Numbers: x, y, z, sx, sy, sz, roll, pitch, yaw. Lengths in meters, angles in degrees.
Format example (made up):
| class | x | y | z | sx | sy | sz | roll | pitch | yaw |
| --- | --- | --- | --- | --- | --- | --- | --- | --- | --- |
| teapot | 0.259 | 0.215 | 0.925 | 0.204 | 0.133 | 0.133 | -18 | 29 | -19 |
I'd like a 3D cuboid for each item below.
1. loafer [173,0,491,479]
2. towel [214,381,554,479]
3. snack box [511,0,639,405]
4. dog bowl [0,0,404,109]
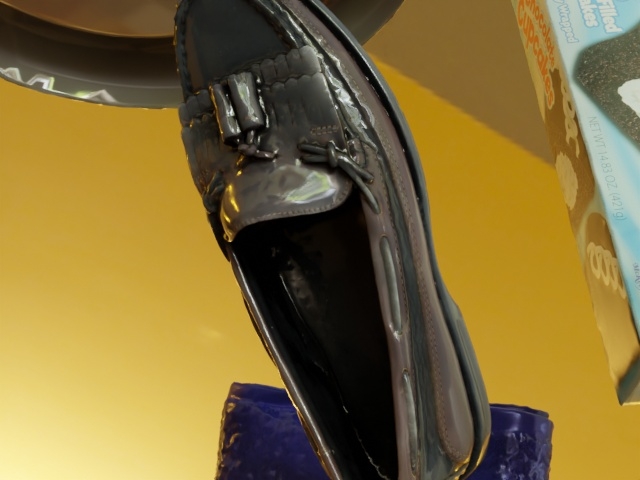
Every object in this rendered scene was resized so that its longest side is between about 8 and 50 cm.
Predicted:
| class | x | y | z | sx | sy | sz | roll | pitch | yaw |
| --- | --- | --- | --- | --- | --- | --- | --- | --- | --- |
| loafer | 0.000 | 0.000 | 0.615 | 0.109 | 0.095 | 0.302 | -22 | -87 | 28 |
| towel | 0.024 | 0.248 | 0.764 | 0.228 | 0.308 | 0.076 | 2 | -16 | 26 |
| snack box | 0.221 | -0.072 | 0.658 | 0.187 | 0.321 | 0.060 | -4 | -33 | -5 |
| dog bowl | -0.108 | -0.219 | 0.637 | 0.349 | 0.102 | 0.348 | 2 | -34 | 1 |
